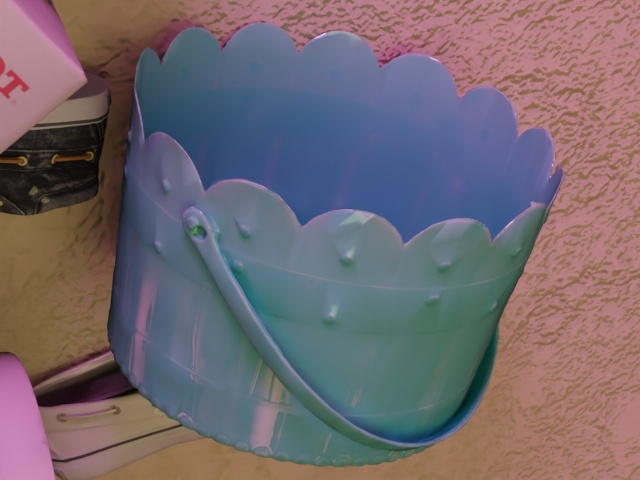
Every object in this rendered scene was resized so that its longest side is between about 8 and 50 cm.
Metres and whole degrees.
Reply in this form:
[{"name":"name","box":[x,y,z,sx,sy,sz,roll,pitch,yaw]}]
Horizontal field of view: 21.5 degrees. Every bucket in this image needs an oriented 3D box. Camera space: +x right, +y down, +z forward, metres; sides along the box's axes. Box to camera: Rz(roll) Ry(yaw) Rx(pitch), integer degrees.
[{"name":"bucket","box":[0.000,0.000,1.058,0.281,0.281,0.183,1,121,-24]}]

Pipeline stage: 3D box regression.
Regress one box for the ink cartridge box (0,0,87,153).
[{"name":"ink cartridge box","box":[-0.312,-0.083,0.876,0.306,0.131,0.226,-38,127,6]}]

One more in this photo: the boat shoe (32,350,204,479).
[{"name":"boat shoe","box":[-0.096,0.093,1.171,0.226,0.083,0.076,-27,126,-6]}]

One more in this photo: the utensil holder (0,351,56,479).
[{"name":"utensil holder","box":[-0.356,0.252,1.005,0.385,0.327,0.328,-7,120,-19]}]

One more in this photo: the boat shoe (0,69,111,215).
[{"name":"boat shoe","box":[-0.220,-0.056,1.046,0.183,0.065,0.083,-4,120,-21]}]
